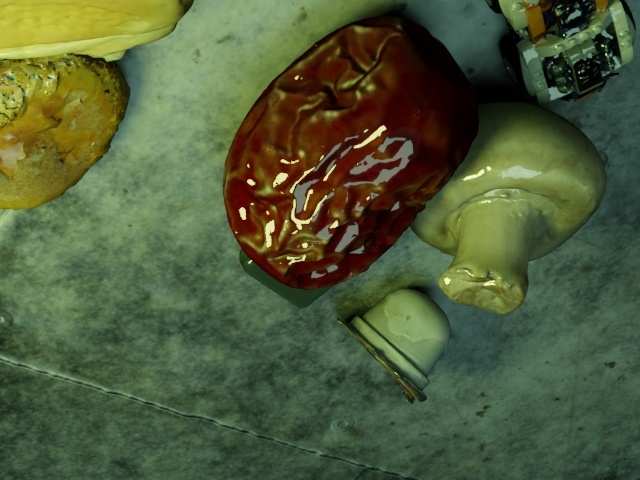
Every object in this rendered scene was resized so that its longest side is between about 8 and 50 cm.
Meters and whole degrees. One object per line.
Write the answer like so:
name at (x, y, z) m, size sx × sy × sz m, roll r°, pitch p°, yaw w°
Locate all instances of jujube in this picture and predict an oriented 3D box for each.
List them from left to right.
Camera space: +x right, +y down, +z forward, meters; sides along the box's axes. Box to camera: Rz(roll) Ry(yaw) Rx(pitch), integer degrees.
jujube at (0.032, -0.116, 1.421) m, size 0.377 × 0.276 × 0.276 m, roll -41°, pitch 129°, yaw 19°

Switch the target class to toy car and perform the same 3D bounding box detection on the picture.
toy car at (0.334, -0.310, 1.440) m, size 0.193 × 0.118 × 0.301 m, roll -26°, pitch 134°, yaw 4°

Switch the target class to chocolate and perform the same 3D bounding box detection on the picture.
chocolate at (0.147, 0.162, 1.780) m, size 0.147 × 0.221 × 0.221 m, roll -41°, pitch 132°, yaw -5°

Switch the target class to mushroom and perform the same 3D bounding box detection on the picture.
mushroom at (0.265, -0.042, 1.525) m, size 0.297 × 0.290 × 0.297 m, roll 1°, pitch 151°, yaw 1°

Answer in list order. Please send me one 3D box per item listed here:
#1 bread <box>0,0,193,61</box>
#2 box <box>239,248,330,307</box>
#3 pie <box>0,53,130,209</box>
bread at (-0.330, -0.337, 1.108) m, size 0.375 × 0.253 × 0.348 m, roll -9°, pitch 175°, yaw -8°
box at (0.000, 0.000, 1.661) m, size 0.230 × 0.050 × 0.160 m, roll -39°, pitch 129°, yaw 18°
pie at (-0.363, -0.144, 1.352) m, size 0.273 × 0.069 × 0.273 m, roll -31°, pitch 149°, yaw -21°
